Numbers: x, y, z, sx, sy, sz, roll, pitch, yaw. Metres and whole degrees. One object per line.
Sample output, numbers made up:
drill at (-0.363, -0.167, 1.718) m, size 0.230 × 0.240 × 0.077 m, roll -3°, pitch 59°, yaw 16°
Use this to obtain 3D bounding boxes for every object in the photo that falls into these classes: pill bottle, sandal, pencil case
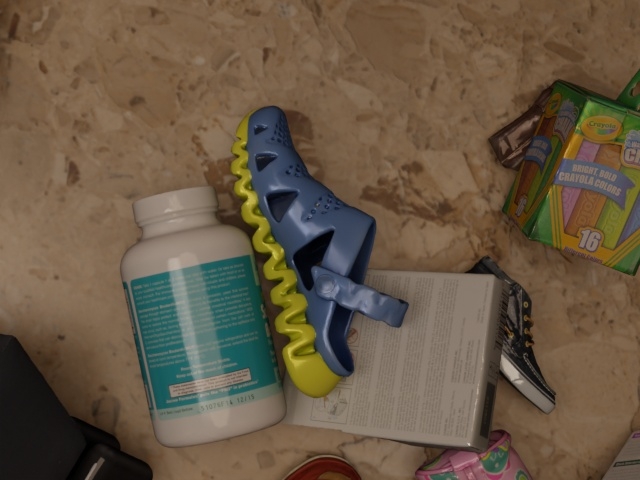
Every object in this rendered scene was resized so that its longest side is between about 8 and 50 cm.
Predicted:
pill bottle at (-0.130, 0.079, 1.406) m, size 0.146 × 0.146 × 0.264 m, roll -12°, pitch 89°, yaw -5°
sandal at (0.000, 0.000, 1.410) m, size 0.138 × 0.126 × 0.317 m, roll -21°, pitch 83°, yaw 13°
pencil case at (0.208, 0.353, 1.434) m, size 0.124 × 0.124 × 0.284 m, roll -23°, pitch 88°, yaw -5°

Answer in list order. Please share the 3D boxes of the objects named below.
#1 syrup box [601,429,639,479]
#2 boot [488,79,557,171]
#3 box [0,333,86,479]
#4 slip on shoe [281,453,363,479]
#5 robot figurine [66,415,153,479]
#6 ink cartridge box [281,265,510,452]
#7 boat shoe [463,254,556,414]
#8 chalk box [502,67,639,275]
syrup box at (0.344, 0.309, 1.407) m, size 0.093 × 0.096 × 0.237 m, roll 50°, pitch 58°, yaw -10°
boot at (0.262, -0.109, 1.503) m, size 0.114 × 0.037 × 0.106 m, roll -43°, pitch 91°, yaw -3°
box at (-0.452, 0.250, 1.224) m, size 0.312 × 0.179 × 0.343 m, roll 6°, pitch 50°, yaw 29°
slip on shoe at (-0.072, 0.373, 1.421) m, size 0.123 × 0.101 × 0.331 m, roll 41°, pitch 86°, yaw -3°
robot figurine at (-0.299, 0.323, 1.367) m, size 0.173 × 0.209 × 0.278 m, roll 37°, pitch 85°, yaw -15°
ink cartridge box at (0.081, 0.125, 1.437) m, size 0.232 × 0.066 × 0.189 m, roll 1°, pitch 73°, yaw 31°
boat shoe at (0.218, 0.105, 1.472) m, size 0.083 × 0.065 × 0.183 m, roll -42°, pitch 89°, yaw -1°
chalk box at (0.307, -0.093, 1.427) m, size 0.132 × 0.132 × 0.213 m, roll 19°, pitch 101°, yaw -9°
